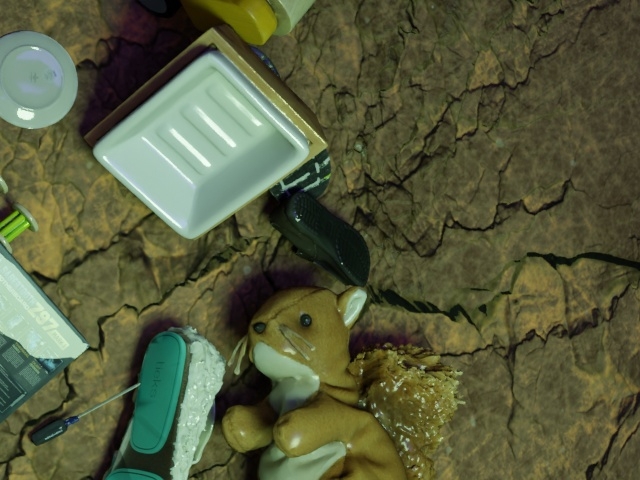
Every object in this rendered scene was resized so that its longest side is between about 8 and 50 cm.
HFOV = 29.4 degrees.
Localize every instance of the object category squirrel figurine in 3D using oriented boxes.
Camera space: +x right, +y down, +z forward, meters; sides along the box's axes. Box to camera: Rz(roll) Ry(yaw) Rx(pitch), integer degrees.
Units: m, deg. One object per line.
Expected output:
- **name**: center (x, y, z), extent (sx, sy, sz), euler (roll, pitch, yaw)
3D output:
- **squirrel figurine**: center (0.025, 0.254, 1.849), extent (0.397, 0.281, 0.370), euler (2, 75, -43)

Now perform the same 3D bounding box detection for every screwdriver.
- **screwdriver**: center (-0.330, 0.246, 1.728), extent (0.170, 0.024, 0.025), euler (-23, 94, -12)

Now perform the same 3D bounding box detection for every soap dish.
- **soap dish**: center (-0.161, -0.154, 1.736), extent (0.229, 0.291, 0.118), euler (44, 36, -19)

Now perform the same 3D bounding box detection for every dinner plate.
- **dinner plate**: center (-0.413, -0.230, 1.740), extent (0.141, 0.017, 0.141), euler (2, 86, -30)

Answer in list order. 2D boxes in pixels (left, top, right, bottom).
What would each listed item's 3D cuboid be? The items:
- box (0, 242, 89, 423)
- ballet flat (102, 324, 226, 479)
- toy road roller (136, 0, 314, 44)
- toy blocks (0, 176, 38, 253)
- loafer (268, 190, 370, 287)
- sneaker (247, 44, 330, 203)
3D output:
- **box**: center (-0.455, 0.115, 1.641), extent (0.183, 0.059, 0.233), euler (-42, 113, -11)
- **ballet flat**: center (-0.224, 0.327, 1.750), extent (0.147, 0.147, 0.409), euler (25, 75, -25)
- **toy road roller**: center (-0.155, -0.441, 1.717), extent (0.202, 0.329, 0.240), euler (-54, 145, -20)
- **toy blocks**: center (-0.479, -0.015, 1.668), extent (0.148, 0.054, 0.123), euler (-42, 108, -23)
- **loafer**: center (0.000, 0.000, 1.925), extent (0.220, 0.078, 0.080), euler (46, 48, -34)
- **sneaker**: center (-0.075, -0.183, 1.870), extent (0.111, 0.121, 0.300), euler (-27, 121, -2)
